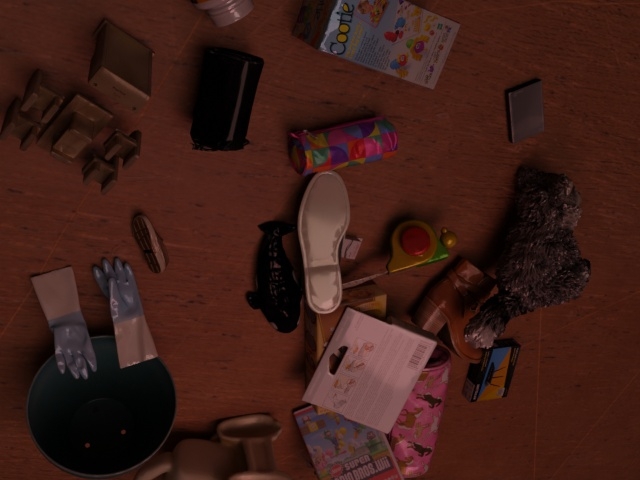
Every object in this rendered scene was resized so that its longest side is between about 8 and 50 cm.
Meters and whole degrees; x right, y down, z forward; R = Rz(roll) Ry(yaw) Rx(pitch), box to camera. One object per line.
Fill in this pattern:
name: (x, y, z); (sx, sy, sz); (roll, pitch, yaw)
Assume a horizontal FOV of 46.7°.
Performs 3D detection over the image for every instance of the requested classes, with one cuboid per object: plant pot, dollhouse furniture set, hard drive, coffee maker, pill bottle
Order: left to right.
dollhouse furniture set: (-0.416, -0.248, 1.341); (0.212, 0.160, 0.242); (31, 121, -34)
plant pot: (-0.458, 0.370, 1.560); (0.291, 0.290, 0.195); (-9, 154, -21)
pill bottle: (-0.201, -0.491, 1.301); (0.117, 0.117, 0.215); (-33, 124, -6)
coffee maker: (-0.174, -0.266, 1.399); (0.120, 0.171, 0.178); (9, 110, -11)
hard drive: (0.492, -0.311, 1.781); (0.094, 0.022, 0.135); (-23, 123, -13)

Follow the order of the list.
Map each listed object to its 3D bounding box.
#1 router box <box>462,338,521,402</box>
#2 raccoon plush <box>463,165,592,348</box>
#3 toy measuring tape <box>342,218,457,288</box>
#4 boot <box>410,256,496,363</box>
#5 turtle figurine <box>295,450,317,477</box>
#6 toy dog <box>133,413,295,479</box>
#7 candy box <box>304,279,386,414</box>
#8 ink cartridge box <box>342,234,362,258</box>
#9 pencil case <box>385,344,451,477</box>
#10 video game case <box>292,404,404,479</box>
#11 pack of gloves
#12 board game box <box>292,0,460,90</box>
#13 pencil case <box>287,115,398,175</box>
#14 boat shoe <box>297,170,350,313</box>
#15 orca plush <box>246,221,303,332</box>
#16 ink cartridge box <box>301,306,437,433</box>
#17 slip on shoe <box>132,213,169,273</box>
router box: (0.489, 0.371, 2.119); (0.133, 0.046, 0.178); (-3, 116, -24)
raccoon plush: (0.500, 0.028, 1.786); (0.446, 0.216, 0.299); (-44, 127, -36)
toy measuring tape: (0.161, 0.025, 1.761); (0.330, 0.121, 0.121); (-17, 122, 0)
boot: (0.388, 0.186, 1.954); (0.283, 0.109, 0.220); (37, 92, -27)
turtle figurine: (0.063, 0.566, 1.954); (0.175, 0.234, 0.118); (-61, 170, -20)
toy dog: (-0.249, 0.683, 1.793); (0.396, 0.284, 0.407); (-3, 118, -24)
candy box: (0.060, 0.265, 1.835); (0.183, 0.087, 0.316); (-11, 120, -21)
ink cartridge box: (0.063, 0.015, 1.742); (0.083, 0.028, 0.048); (10, 111, -30)
pencil case: (0.244, 0.452, 1.979); (0.167, 0.160, 0.385); (8, 117, 8)
video game case: (0.075, 0.538, 1.896); (0.204, 0.285, 0.025); (-19, 162, -16)
pack of gloves: (-0.452, 0.155, 1.495); (0.195, 0.046, 0.231); (-17, 89, -24)
board game box: (0.110, -0.418, 1.470); (0.276, 0.142, 0.144); (12, 110, -30)
pencil case: (0.047, -0.204, 1.581); (0.237, 0.104, 0.104); (-14, 120, -21)
boat shoe: (0.000, 0.000, 1.664); (0.116, 0.099, 0.319); (-1, 97, -9)
orca plush: (-0.076, 0.101, 1.676); (0.151, 0.102, 0.287); (-1, 115, -25)
ink cartridge box: (0.115, 0.308, 1.796); (0.239, 0.060, 0.275); (23, 105, -8)
slip on shoe: (-0.347, 0.003, 1.536); (0.041, 0.052, 0.135); (-47, 128, -48)
